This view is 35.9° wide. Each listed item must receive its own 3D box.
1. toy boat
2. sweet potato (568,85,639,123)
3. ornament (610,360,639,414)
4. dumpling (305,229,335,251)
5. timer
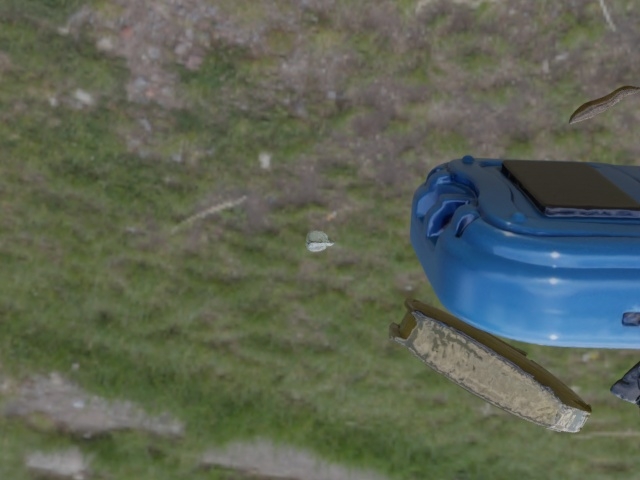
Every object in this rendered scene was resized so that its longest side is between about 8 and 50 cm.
[{"bbox_3d":[0.251,0.187,1.474,0.321,0.089,0.121,29,-169,14],"label":"toy boat"},{"bbox_3d":[0.419,-0.203,1.463,0.115,0.026,0.026,-28,140,28],"label":"sweet potato"},{"bbox_3d":[0.625,0.271,1.561,0.106,0.260,0.251,-5,140,-46],"label":"ornament"},{"bbox_3d":[0.000,0.001,1.940,0.059,0.043,0.077,-2,168,-3],"label":"dumpling"},{"bbox_3d":[0.252,-0.001,0.955,0.309,0.115,0.340,1,-162,-4],"label":"timer"}]
